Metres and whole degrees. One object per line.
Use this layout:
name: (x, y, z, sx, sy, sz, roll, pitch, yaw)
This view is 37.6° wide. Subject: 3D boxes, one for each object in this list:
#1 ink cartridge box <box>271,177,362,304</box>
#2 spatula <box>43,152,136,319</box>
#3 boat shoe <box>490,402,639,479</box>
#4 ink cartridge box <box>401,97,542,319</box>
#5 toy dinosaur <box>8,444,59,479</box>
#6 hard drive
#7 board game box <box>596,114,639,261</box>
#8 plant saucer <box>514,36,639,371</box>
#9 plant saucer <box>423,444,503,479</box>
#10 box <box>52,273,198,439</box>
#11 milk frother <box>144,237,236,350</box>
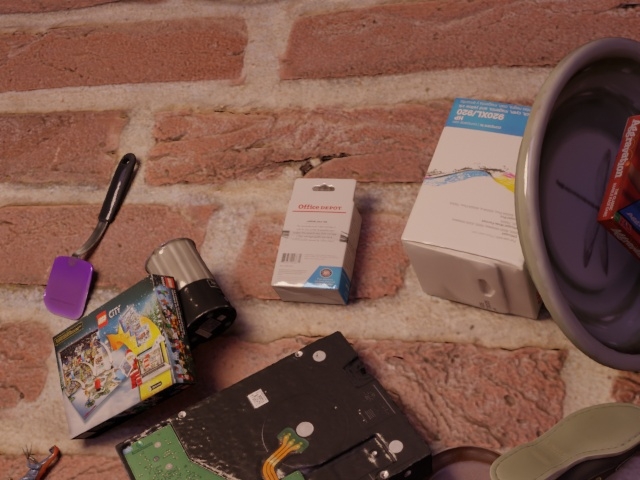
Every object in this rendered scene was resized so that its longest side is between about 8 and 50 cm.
ink cartridge box: (0.000, 0.000, 1.386, 0.104, 0.060, 0.180, 3, 64, 19)
spatula: (-0.367, -0.015, 1.526, 0.084, 0.030, 0.296, 11, 67, 25)
boat shoe: (0.305, 0.266, 1.134, 0.228, 0.068, 0.081, -19, 32, -17)
ink cartridge box: (0.237, -0.043, 1.271, 0.168, 0.171, 0.232, 13, 67, 25)
toy dinosaur: (-0.410, 0.335, 1.357, 0.082, 0.047, 0.090, -24, 91, -6)
hard drive: (-0.061, 0.279, 1.191, 0.339, 0.064, 0.237, -26, 48, -17)
board game box: (0.440, -0.014, 1.145, 0.027, 0.281, 0.145, -6, 55, 51)
plant saucer: (0.349, -0.042, 1.154, 0.101, 0.400, 0.400, -5, 56, 51)
plant saucer: (0.184, 0.339, 1.164, 0.168, 0.029, 0.168, -8, 60, 14)
box: (-0.280, 0.167, 1.320, 0.233, 0.044, 0.159, -30, 64, 32)
milk frother: (-0.209, 0.097, 1.359, 0.143, 0.129, 0.134, -30, 61, -8)
